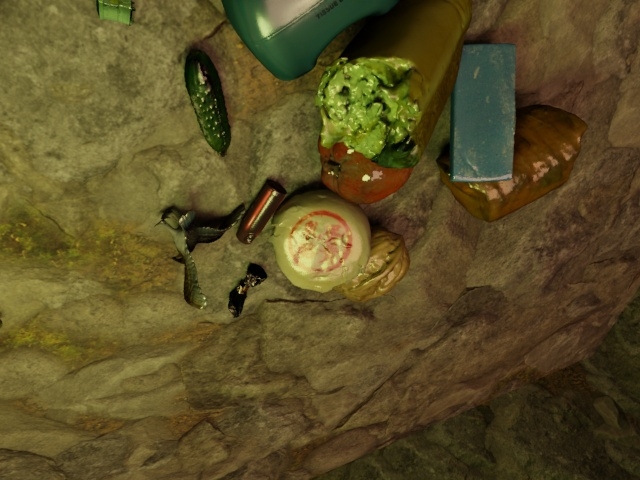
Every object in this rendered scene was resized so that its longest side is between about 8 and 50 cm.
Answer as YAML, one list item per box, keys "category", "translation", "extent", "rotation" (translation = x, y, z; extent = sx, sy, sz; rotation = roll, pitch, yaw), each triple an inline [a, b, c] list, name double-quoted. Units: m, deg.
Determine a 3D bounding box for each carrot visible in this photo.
- category: "carrot"
  translation: [0.485, -0.199, 1.270]
  extent: [0.341, 0.241, 0.241]
  rotation: [-29, 137, 1]

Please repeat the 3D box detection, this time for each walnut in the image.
- category: "walnut"
  translation: [0.133, 0.065, 1.341]
  extent: [0.245, 0.198, 0.198]
  rotation: [-39, 137, 9]

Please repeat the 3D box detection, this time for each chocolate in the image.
- category: "chocolate"
  translation: [-0.206, 0.132, 1.290]
  extent: [0.070, 0.072, 0.147]
  rotation: [33, 103, -32]

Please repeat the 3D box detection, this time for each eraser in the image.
- category: "eraser"
  translation: [0.373, -0.291, 1.116]
  extent: [0.144, 0.042, 0.311]
  rotation: [-1, 98, -1]

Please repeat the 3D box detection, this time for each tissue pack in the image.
- category: "tissue pack"
  translation: [-0.023, -0.428, 0.786]
  extent: [0.288, 0.198, 0.206]
  rotation: [-34, 137, 4]

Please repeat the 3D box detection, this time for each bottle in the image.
- category: "bottle"
  translation: [-0.145, -0.063, 1.151]
  extent: [0.060, 0.060, 0.164]
  rotation: [17, 119, -40]

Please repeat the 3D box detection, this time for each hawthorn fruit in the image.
- category: "hawthorn fruit"
  translation: [0.126, -0.202, 1.095]
  extent: [0.262, 0.211, 0.210]
  rotation: [-31, 141, -30]

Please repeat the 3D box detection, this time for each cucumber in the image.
- category: "cucumber"
  translation: [-0.213, -0.255, 0.935]
  extent: [0.069, 0.069, 0.227]
  rotation: [-21, 140, -13]

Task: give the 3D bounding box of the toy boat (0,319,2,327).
- category: "toy boat"
  translation: [-0.739, 0.145, 0.978]
  extent: [0.077, 0.075, 0.185]
  rotation: [-21, 139, -1]

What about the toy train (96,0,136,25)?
- category: "toy train"
  translation: [-0.318, -0.368, 0.752]
  extent: [0.057, 0.093, 0.038]
  rotation: [-1, 96, -23]

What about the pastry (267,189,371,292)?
- category: "pastry"
  translation: [0.002, 0.000, 1.185]
  extent: [0.265, 0.133, 0.264]
  rotation: [-1, 109, -4]

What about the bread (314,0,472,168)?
- category: "bread"
  translation: [0.147, -0.312, 0.903]
  extent: [0.376, 0.209, 0.251]
  rotation: [-57, 164, -31]

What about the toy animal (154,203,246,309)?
- category: "toy animal"
  translation: [-0.296, -0.003, 1.089]
  extent: [0.160, 0.197, 0.272]
  rotation: [56, 47, -32]
